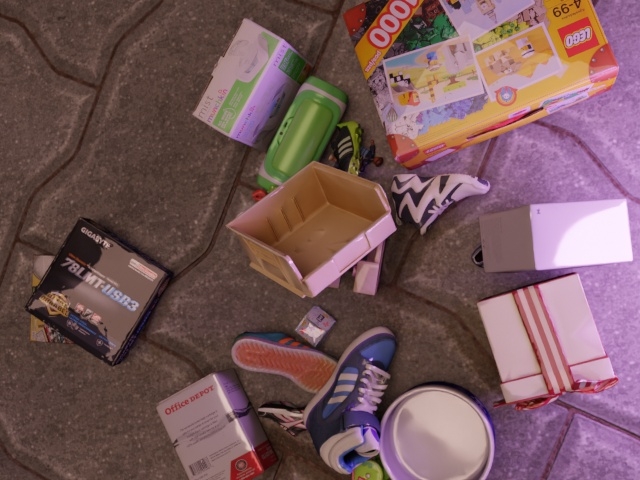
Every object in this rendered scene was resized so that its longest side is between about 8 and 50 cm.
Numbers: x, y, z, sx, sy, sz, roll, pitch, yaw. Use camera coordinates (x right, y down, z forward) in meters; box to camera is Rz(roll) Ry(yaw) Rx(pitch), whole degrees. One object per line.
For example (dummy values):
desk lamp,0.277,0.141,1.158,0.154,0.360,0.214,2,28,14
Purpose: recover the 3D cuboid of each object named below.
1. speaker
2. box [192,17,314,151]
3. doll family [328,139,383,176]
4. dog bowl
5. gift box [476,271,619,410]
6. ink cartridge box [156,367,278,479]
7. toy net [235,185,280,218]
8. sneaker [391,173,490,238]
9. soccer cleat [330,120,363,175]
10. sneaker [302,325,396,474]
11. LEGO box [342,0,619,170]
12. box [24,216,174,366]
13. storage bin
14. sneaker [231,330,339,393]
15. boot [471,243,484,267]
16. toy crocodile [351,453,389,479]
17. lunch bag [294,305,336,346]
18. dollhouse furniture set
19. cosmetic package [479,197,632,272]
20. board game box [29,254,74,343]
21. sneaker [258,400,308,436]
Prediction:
speaker,-0.046,-0.250,1.831,0.131,0.131,0.297,29,96,16
box,-0.163,-0.375,1.816,0.126,0.231,0.262,32,96,16
doll family,0.075,-0.170,1.819,0.111,0.076,0.193,28,93,21
dog bowl,0.272,0.464,1.717,0.264,0.104,0.265,-1,88,16
gift box,0.473,0.224,1.584,0.255,0.276,0.258,-19,84,20
ink cartridge box,-0.263,0.489,1.872,0.197,0.114,0.273,-30,81,14
toy net,-0.152,-0.061,1.836,0.232,0.122,0.045,-22,46,38
sneaker,0.279,-0.078,1.743,0.234,0.094,0.153,2,90,17
soccer cleat,0.059,-0.205,1.767,0.072,0.060,0.179,-3,63,22
sneaker,0.109,0.381,1.692,0.323,0.130,0.236,-51,36,4
LEGO box,0.354,-0.431,1.681,0.499,0.193,0.373,-22,82,15
box,-0.592,0.136,1.979,0.295,0.073,0.293,32,93,6
storage bin,-0.018,-0.027,1.592,0.262,0.123,0.260,-38,35,-21
sneaker,-0.069,0.288,1.832,0.302,0.121,0.108,19,104,-5
boot,0.433,0.003,1.696,0.190,0.086,0.069,-38,78,12
toy crocodile,0.128,0.619,1.751,0.105,0.115,0.341,-16,81,22
lunch bag,-0.012,0.213,1.840,0.071,0.053,0.083,39,90,13
dollhouse furniture set,0.000,0.000,1.723,0.303,0.286,0.198,9,89,7
cosmetic package,0.492,-0.006,1.565,0.223,0.224,0.138,-4,86,-14
board game box,-0.727,0.163,2.062,0.164,0.042,0.244,2,88,17
sneaker,-0.076,0.451,1.841,0.178,0.072,0.077,4,92,19
